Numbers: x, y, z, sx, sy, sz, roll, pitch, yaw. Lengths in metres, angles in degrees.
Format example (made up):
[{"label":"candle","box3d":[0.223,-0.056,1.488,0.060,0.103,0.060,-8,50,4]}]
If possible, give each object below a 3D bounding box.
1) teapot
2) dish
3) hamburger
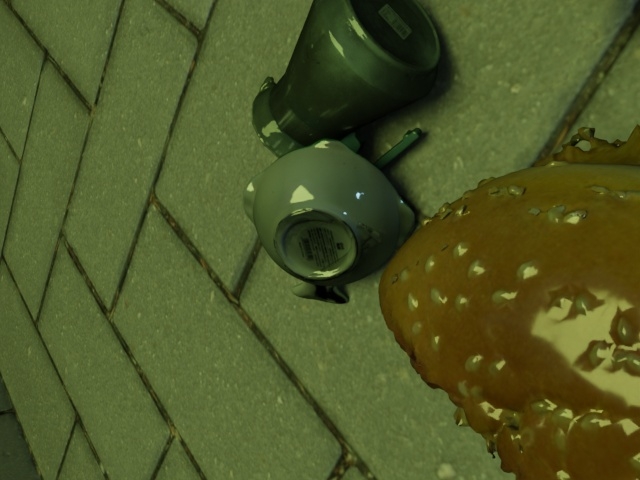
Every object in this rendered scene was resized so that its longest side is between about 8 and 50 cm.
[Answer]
[{"label":"teapot","box3d":[0.033,-0.186,0.748,0.203,0.171,0.225,48,137,-4]},{"label":"dish","box3d":[0.000,0.000,0.761,0.224,0.078,0.246,9,124,8]},{"label":"hamburger","box3d":[0.261,0.064,0.445,0.445,0.268,0.286,44,118,36]}]
